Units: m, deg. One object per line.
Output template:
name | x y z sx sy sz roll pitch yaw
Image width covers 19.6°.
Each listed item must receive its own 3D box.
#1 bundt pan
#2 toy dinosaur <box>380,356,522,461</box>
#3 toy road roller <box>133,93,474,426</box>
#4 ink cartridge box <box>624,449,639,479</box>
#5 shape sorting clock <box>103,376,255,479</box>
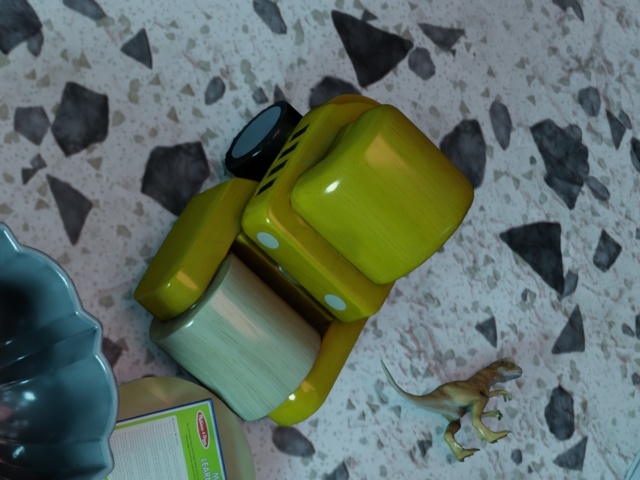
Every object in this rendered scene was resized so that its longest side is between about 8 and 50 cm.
bundt pan | -0.344 0.143 1.584 0.330 0.124 0.331 11 71 -35
toy dinosaur | 0.140 0.176 1.989 0.211 0.064 0.112 -7 63 -47
toy road roller | 0.000 0.000 1.806 0.202 0.240 0.330 43 56 -19
ink cartridge box | 0.501 0.321 1.997 0.166 0.395 0.285 50 54 -18
shape sorting clock | -0.154 0.232 1.749 0.206 0.040 0.206 2 86 -27
